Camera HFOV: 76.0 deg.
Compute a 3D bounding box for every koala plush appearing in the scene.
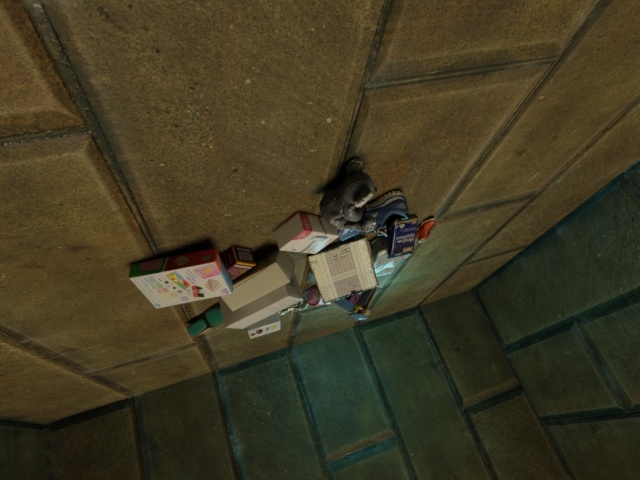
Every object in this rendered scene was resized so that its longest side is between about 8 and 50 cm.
[{"bbox_3d":[0.114,-0.153,1.412,0.203,0.197,0.221,-2,156,-17],"label":"koala plush"}]

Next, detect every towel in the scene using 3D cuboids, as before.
[{"bbox_3d":[0.116,0.142,2.028,0.311,0.056,0.325,-18,121,-1],"label":"towel"}]

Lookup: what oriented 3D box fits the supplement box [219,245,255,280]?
[{"bbox_3d":[-0.373,0.105,1.689,0.188,0.081,0.104,-33,153,26],"label":"supplement box"}]

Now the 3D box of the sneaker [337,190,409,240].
[{"bbox_3d":[0.216,-0.075,1.705,0.329,0.147,0.129,-27,156,16],"label":"sneaker"}]

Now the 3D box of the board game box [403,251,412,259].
[{"bbox_3d":[0.427,0.093,2.379,0.201,0.035,0.136,7,144,-46],"label":"board game box"}]

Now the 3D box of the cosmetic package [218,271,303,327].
[{"bbox_3d":[-0.293,0.263,1.956,0.365,0.197,0.155,-27,157,18],"label":"cosmetic package"}]

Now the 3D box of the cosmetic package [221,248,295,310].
[{"bbox_3d":[-0.273,0.166,1.779,0.309,0.113,0.160,-30,-161,16],"label":"cosmetic package"}]

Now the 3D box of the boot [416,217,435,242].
[{"bbox_3d":[0.546,-0.052,2.105,0.059,0.085,0.158,-3,149,-32],"label":"boot"}]

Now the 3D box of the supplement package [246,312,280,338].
[{"bbox_3d":[-0.344,0.456,2.385,0.194,0.149,0.203,-16,157,-12],"label":"supplement package"}]

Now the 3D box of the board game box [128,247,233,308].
[{"bbox_3d":[-0.521,0.151,1.568,0.316,0.064,0.242,-10,143,-2],"label":"board game box"}]

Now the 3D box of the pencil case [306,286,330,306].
[{"bbox_3d":[0.042,0.341,2.503,0.124,0.124,0.284,-37,153,33],"label":"pencil case"}]

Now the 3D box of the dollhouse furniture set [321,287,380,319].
[{"bbox_3d":[0.185,0.255,2.209,0.198,0.287,0.303,33,161,-9],"label":"dollhouse furniture set"}]

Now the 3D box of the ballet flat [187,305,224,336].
[{"bbox_3d":[-0.583,0.419,2.200,0.315,0.108,0.106,-27,176,25],"label":"ballet flat"}]

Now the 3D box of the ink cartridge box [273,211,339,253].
[{"bbox_3d":[-0.055,-0.026,1.659,0.158,0.092,0.217,-36,154,32],"label":"ink cartridge box"}]

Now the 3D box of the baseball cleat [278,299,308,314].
[{"bbox_3d":[-0.180,0.416,2.558,0.205,0.072,0.109,-10,169,-12],"label":"baseball cleat"}]

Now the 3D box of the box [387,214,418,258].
[{"bbox_3d":[0.402,-0.009,2.002,0.136,0.036,0.226,-12,124,-21],"label":"box"}]

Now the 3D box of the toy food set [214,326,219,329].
[{"bbox_3d":[-0.541,0.444,2.321,0.132,0.039,0.192,-28,172,-35],"label":"toy food set"}]

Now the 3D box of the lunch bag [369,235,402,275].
[{"bbox_3d":[0.335,0.084,2.172,0.223,0.108,0.279,-10,148,-24],"label":"lunch bag"}]
